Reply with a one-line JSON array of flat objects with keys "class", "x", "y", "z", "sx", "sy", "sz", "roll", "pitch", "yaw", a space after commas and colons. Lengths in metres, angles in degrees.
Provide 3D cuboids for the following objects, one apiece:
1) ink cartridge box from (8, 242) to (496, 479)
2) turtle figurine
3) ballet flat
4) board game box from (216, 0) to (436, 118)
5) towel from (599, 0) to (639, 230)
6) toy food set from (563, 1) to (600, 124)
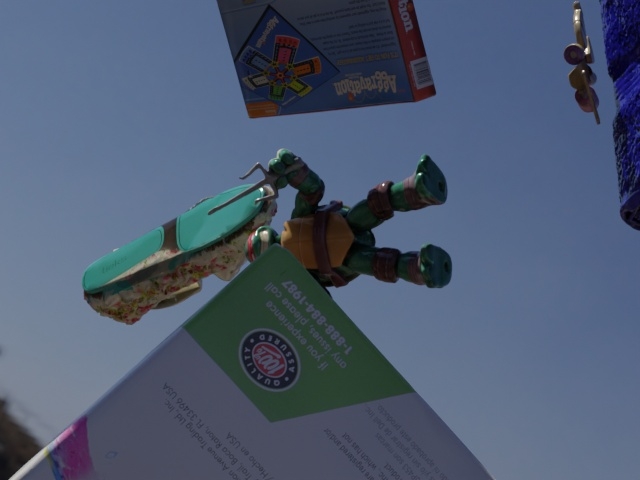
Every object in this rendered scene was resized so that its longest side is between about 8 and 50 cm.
[{"class": "ink cartridge box", "x": -0.089, "y": 0.197, "z": 0.890, "sx": 0.207, "sy": 0.353, "sz": 0.119, "roll": 48, "pitch": -13, "yaw": 1}, {"class": "turtle figurine", "x": 0.000, "y": 0.000, "z": 1.519, "sx": 0.234, "sy": 0.175, "sz": 0.118, "roll": -9, "pitch": 5, "yaw": 26}, {"class": "ballet flat", "x": -0.127, "y": 0.016, "z": 1.669, "sx": 0.241, "sy": 0.091, "sz": 0.077, "roll": -24, "pitch": -50, "yaw": 27}, {"class": "board game box", "x": -0.004, "y": -0.186, "z": 1.508, "sx": 0.027, "sy": 0.145, "sz": 0.281, "roll": -20, "pitch": 11, "yaw": -30}, {"class": "towel", "x": 0.312, "y": -0.184, "z": 1.488, "sx": 0.076, "sy": 0.308, "sz": 0.227, "roll": 7, "pitch": -22, "yaw": -23}, {"class": "toy food set", "x": 0.240, "y": -0.159, "z": 1.564, "sx": 0.019, "sy": 0.122, "sz": 0.078, "roll": -13, "pitch": -58, "yaw": 16}]
